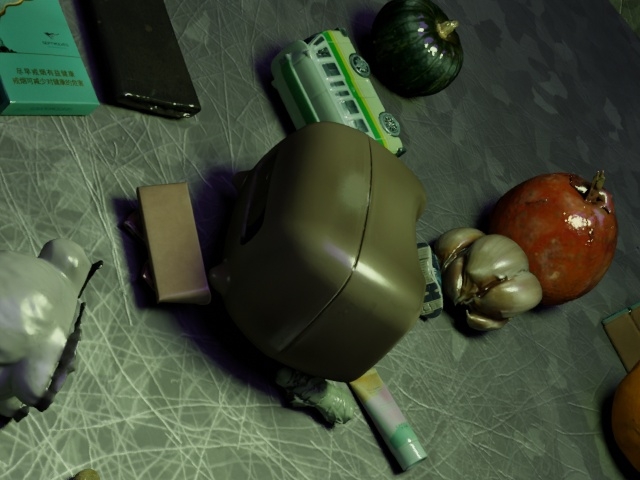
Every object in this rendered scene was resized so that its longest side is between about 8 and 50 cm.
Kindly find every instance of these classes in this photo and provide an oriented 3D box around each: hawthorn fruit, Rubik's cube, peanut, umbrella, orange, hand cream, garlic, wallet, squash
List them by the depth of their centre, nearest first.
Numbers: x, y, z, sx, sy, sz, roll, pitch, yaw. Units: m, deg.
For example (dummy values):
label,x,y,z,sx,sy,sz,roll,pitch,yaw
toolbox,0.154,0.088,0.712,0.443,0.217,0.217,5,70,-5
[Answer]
label,x,y,z,sx,sy,sz,roll,pitch,yaw
peanut,-0.293,0.313,1.332,0.037,0.037,0.083,37,37,-22
umbrella,-0.010,0.234,1.680,0.143,0.062,0.067,32,73,-27
hand cream,0.108,0.288,1.776,0.076,0.047,0.174,-9,60,-48
wallet,-0.309,-0.347,1.812,0.170,0.044,0.321,6,55,-46
garlic,0.318,0.060,2.069,0.191,0.160,0.214,4,63,-62
orange,0.726,0.355,2.200,0.284,0.226,0.284,2,78,-8
hawthorn fruit,0.486,-0.028,2.209,0.276,0.307,0.276,17,48,-20
squash,0.203,-0.409,2.295,0.218,0.172,0.218,9,74,-34
Rubik's cube,0.806,0.211,2.421,0.231,0.224,0.221,-11,70,-49

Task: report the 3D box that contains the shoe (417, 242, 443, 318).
label,x,y,z,sx,sy,sz,roll,pitch,yaw
shoe,0.196,0.077,2.016,0.071,0.064,0.143,30,45,-58

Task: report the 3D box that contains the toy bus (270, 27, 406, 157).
label,x,y,z,sx,sy,sz,roll,pitch,yaw
toy bus,0.022,-0.248,2.010,0.165,0.133,0.276,-11,71,-50

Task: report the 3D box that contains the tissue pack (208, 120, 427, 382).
label,x,y,z,sx,sy,sz,roll,pitch,yaw
tissue pack,0.000,0.000,1.678,0.277,0.267,0.387,33,36,-21

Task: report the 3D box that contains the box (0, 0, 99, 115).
label,x,y,z,sx,sy,sz,roll,pitch,yaw
box,-0.439,-0.292,1.630,0.162,0.041,0.229,-8,69,-50

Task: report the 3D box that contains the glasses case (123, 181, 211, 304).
label,x,y,z,sx,sy,sz,roll,pitch,yaw
glasses case,-0.233,0.014,1.611,0.102,0.070,0.193,-7,67,-19

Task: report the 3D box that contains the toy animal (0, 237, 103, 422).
label,x,y,z,sx,sy,sz,roll,pitch,yaw
toy animal,-0.453,0.067,1.243,0.357,0.194,0.258,27,54,-20
